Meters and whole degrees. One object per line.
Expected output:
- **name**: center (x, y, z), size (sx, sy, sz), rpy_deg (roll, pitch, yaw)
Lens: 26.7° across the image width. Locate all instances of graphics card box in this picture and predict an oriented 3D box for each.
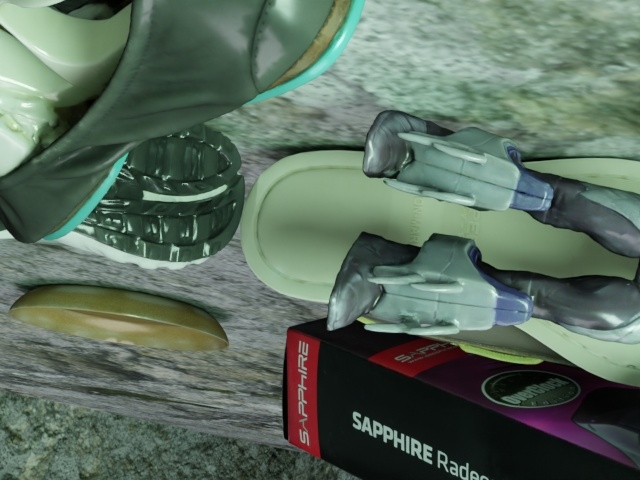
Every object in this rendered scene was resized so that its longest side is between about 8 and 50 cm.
- **graphics card box**: center (0.176, 0.113, 0.818), size (0.233, 0.094, 0.371), rpy_deg (-11, -161, -36)

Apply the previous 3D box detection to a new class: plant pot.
- **plant pot**: center (-0.212, 0.082, 1.442), size (0.236, 0.032, 0.236), rpy_deg (7, 167, 2)

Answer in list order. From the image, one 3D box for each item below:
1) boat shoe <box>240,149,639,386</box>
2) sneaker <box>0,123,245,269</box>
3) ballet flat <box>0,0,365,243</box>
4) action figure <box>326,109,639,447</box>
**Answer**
- **boat shoe**: center (0.120, 0.016, 0.756), size (0.325, 0.116, 0.097), rpy_deg (8, 173, 18)
- **sneaker**: center (-0.175, -0.041, 0.711), size (0.272, 0.100, 0.108), rpy_deg (17, 170, -38)
- **ballet flat**: center (-0.094, -0.076, 0.540), size (0.096, 0.095, 0.280), rpy_deg (25, 151, -27)
- **action figure**: center (0.155, 0.018, 0.628), size (0.285, 0.185, 0.099), rpy_deg (11, -173, 12)
